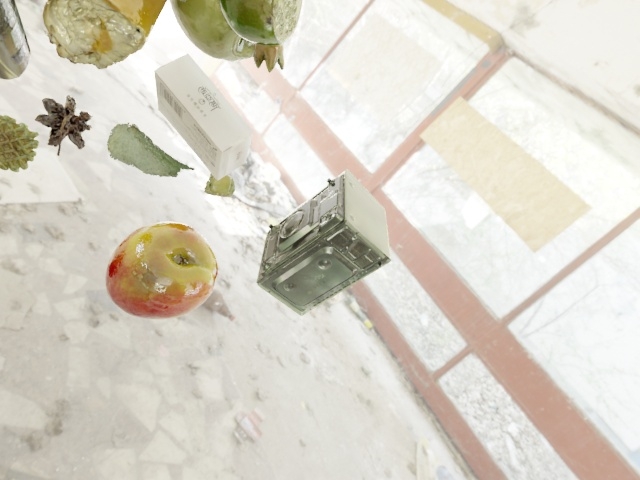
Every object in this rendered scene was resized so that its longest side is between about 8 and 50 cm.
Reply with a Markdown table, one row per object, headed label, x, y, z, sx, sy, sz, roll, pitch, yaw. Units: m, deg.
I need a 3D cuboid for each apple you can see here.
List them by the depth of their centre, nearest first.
| label | x | y | z | sx | sy | sz | roll | pitch | yaw |
| --- | --- | --- | --- | --- | --- | --- | --- | --- | --- |
| apple | -0.339 | -0.916 | 1.612 | 0.473 | 0.473 | 0.474 | 39 | 18 | -15 |

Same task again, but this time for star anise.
| label | x | y | z | sx | sy | sz | roll | pitch | yaw |
| --- | --- | --- | --- | --- | --- | --- | --- | --- | --- |
| star anise | -1.010 | -0.473 | 1.732 | 0.190 | 0.125 | 0.220 | -42 | 115 | -44 |

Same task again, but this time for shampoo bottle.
| label | x | y | z | sx | sy | sz | roll | pitch | yaw |
| --- | --- | --- | --- | --- | --- | --- | --- | --- | --- |
| shampoo bottle | -0.566 | -0.420 | 0.716 | 0.084 | 0.350 | 0.126 | 11 | 68 | -19 |

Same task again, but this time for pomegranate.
| label | x | y | z | sx | sy | sz | roll | pitch | yaw |
| --- | --- | --- | --- | --- | --- | --- | --- | --- | --- |
| pomegranate | -0.184 | -0.686 | 1.270 | 0.216 | 0.359 | 0.310 | 15 | 46 | 3 |

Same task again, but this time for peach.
| label | x | y | z | sx | sy | sz | roll | pitch | yaw |
| --- | --- | --- | --- | --- | --- | --- | --- | --- | --- |
| peach | -0.296 | 0.060 | 0.815 | 0.190 | 0.192 | 0.190 | 16 | 67 | -42 |

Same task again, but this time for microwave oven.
| label | x | y | z | sx | sy | sz | roll | pitch | yaw |
| --- | --- | --- | --- | --- | --- | --- | --- | --- | --- |
| microwave oven | 0.000 | 0.000 | 1.455 | 0.247 | 0.394 | 0.333 | 41 | 30 | -25 |

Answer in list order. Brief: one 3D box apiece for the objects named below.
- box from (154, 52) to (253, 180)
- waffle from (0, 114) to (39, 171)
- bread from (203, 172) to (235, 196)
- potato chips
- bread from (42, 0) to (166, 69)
| label | x | y | z | sx | sy | sz | roll | pitch | yaw |
| --- | --- | --- | --- | --- | --- | --- | --- | --- | --- |
| box | -0.320 | -0.329 | 1.191 | 0.274 | 0.116 | 0.203 | 50 | -21 | 1 |
| waffle | -0.976 | -0.301 | 1.332 | 0.183 | 0.169 | 0.036 | 19 | 11 | -38 |
| bread | -0.376 | -0.212 | 1.644 | 0.110 | 0.103 | 0.156 | 18 | 0 | -14 |
| potato chips | -0.406 | -0.208 | 1.038 | 0.167 | 0.059 | 0.228 | 50 | 13 | -7 |
| bread | -0.693 | -0.788 | 1.397 | 0.250 | 0.361 | 0.394 | 43 | 51 | -49 |
